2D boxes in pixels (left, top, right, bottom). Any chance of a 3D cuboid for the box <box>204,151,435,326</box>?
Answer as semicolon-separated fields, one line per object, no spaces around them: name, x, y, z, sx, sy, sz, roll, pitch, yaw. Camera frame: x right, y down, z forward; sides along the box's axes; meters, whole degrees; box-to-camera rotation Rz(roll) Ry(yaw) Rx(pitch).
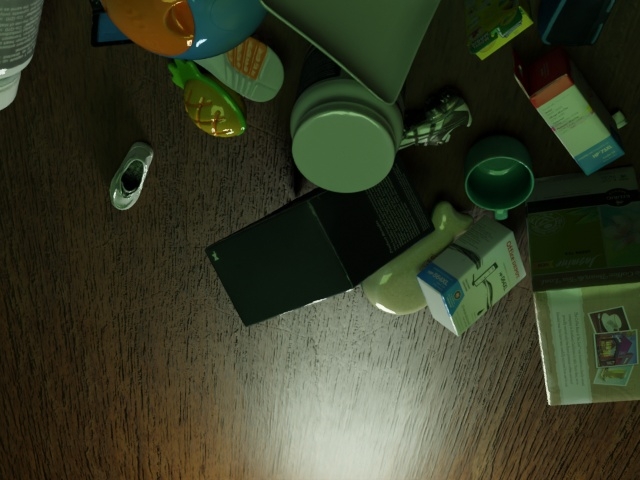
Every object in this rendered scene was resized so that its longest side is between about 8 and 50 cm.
box;0.000;0.000;1.665;0.296;0.294;0.182;-23;95;43

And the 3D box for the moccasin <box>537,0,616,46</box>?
moccasin;0.457;-0.450;1.394;0.117;0.137;0.342;12;147;-9

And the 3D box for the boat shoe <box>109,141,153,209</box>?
boat shoe;-0.392;-0.120;1.833;0.066;0.063;0.184;28;129;-17

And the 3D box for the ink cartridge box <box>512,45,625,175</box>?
ink cartridge box;0.428;-0.243;1.547;0.078;0.134;0.231;-32;112;27

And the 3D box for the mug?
mug;0.334;-0.128;1.704;0.130;0.097;0.157;20;132;-11

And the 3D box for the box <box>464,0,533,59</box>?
box;0.287;-0.367;1.437;0.105;0.179;0.043;-33;120;32

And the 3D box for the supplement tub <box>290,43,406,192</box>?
supplement tub;0.050;-0.230;1.530;0.191;0.272;0.191;4;133;5

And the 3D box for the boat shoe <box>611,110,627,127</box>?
boat shoe;0.516;-0.210;1.652;0.100;0.035;0.035;-27;96;32

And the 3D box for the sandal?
sandal;-0.181;-0.351;1.588;0.265;0.076;0.102;30;110;-19

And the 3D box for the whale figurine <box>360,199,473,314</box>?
whale figurine;0.193;0.024;1.859;0.216;0.141;0.272;26;109;-34

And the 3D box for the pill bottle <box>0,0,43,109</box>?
pill bottle;-0.577;-0.404;1.505;0.204;0.204;0.361;20;131;-10

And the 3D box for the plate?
plate;0.050;-0.389;1.410;0.277;0.278;0.045;35;153;-23

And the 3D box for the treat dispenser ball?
treat dispenser ball;-0.208;-0.426;1.379;0.288;0.288;0.288;4;132;4

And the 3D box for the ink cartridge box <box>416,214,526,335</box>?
ink cartridge box;0.310;0.071;1.815;0.203;0.086;0.148;-40;134;-12

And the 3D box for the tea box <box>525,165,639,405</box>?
tea box;0.525;0.091;1.724;0.220;0.323;0.329;-7;130;14

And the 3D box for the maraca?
maraca;-0.210;-0.267;1.652;0.185;0.099;0.127;46;152;-13

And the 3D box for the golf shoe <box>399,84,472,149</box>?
golf shoe;0.193;-0.202;1.671;0.198;0.077;0.094;-28;123;30

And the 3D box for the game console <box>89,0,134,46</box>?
game console;-0.354;-0.407;1.561;0.122;0.071;0.107;-3;132;10
